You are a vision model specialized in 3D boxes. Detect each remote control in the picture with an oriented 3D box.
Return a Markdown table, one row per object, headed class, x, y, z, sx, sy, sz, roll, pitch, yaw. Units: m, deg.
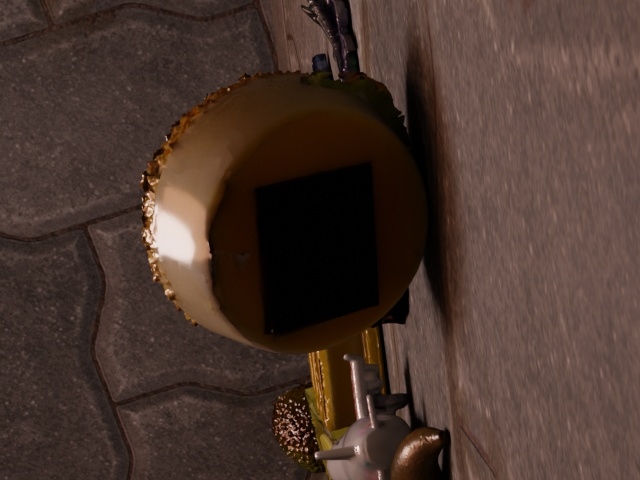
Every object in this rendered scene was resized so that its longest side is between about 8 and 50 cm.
| class | x | y | z | sx | sy | sz | roll | pitch | yaw |
| --- | --- | --- | --- | --- | --- | --- | --- | --- | --- |
| remote control | 0.009 | -0.226 | 2.412 | 0.043 | 0.027 | 0.152 | 93 | 168 | -47 |

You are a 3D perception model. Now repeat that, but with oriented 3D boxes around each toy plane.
| class | x | y | z | sx | sy | sz | roll | pitch | yaw |
| --- | --- | --- | --- | --- | --- | --- | --- | --- | --- |
| toy plane | 0.061 | 0.257 | 1.875 | 0.252 | 0.118 | 0.252 | -8 | -90 | -87 |

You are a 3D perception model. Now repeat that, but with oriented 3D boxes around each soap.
| class | x | y | z | sx | sy | sz | roll | pitch | yaw |
| --- | --- | --- | --- | --- | --- | --- | --- | --- | --- |
| soap | 0.026 | 0.094 | 2.238 | 0.204 | 0.096 | 0.324 | -142 | 45 | -84 |

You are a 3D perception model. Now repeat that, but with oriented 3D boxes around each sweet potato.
| class | x | y | z | sx | sy | sz | roll | pitch | yaw |
| --- | --- | --- | --- | --- | --- | --- | --- | --- | --- |
| sweet potato | 0.106 | 0.262 | 1.706 | 0.249 | 0.059 | 0.069 | 82 | -162 | -64 |

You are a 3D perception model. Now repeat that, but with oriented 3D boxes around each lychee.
| class | x | y | z | sx | sy | sz | roll | pitch | yaw |
| --- | --- | --- | --- | --- | --- | --- | --- | --- | --- |
| lychee | -0.008 | 0.338 | 2.851 | 0.171 | 0.171 | 0.171 | 173 | 90 | -86 |

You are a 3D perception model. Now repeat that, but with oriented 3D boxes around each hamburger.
| class | x | y | z | sx | sy | sz | roll | pitch | yaw |
| --- | --- | --- | --- | --- | --- | --- | --- | --- | --- |
| hamburger | -0.033 | -0.028 | 1.551 | 0.179 | 0.294 | 0.276 | 32 | 135 | 57 |

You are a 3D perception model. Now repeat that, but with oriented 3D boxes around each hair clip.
| class | x | y | z | sx | sy | sz | roll | pitch | yaw |
| --- | --- | --- | --- | --- | --- | --- | --- | --- | --- |
| hair clip | 0.016 | -0.263 | 2.074 | 0.124 | 0.052 | 0.195 | 78 | 176 | -50 |

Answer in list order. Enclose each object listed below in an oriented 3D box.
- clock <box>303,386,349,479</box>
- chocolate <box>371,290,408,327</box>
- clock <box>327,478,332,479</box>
| class | x | y | z | sx | sy | sz | roll | pitch | yaw |
| --- | --- | --- | --- | --- | --- | --- | --- | --- | --- |
| clock | 0.063 | 0.380 | 2.429 | 0.277 | 0.071 | 0.293 | -125 | 20 | -61 |
| chocolate | 0.000 | 0.000 | 1.867 | 0.206 | 0.177 | 0.224 | 86 | 173 | -45 |
| clock | 0.041 | 0.492 | 2.206 | 0.348 | 0.117 | 0.286 | 108 | 144 | -69 |
